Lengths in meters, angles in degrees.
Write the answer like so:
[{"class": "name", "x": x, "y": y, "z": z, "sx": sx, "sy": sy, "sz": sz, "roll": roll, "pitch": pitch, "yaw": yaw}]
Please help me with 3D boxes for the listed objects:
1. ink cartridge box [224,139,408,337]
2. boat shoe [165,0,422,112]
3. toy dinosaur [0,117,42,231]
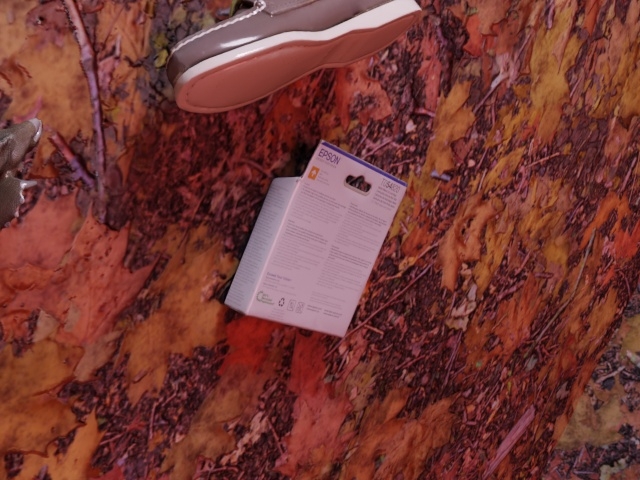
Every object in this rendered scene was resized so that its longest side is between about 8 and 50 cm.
[{"class": "ink cartridge box", "x": 0.000, "y": 0.000, "z": 1.302, "sx": 0.223, "sy": 0.045, "sz": 0.224, "roll": 22, "pitch": 93, "yaw": -55}, {"class": "boat shoe", "x": -0.034, "y": -0.220, "z": 1.080, "sx": 0.324, "sy": 0.097, "sz": 0.116, "roll": -27, "pitch": 171, "yaw": -36}, {"class": "toy dinosaur", "x": -0.333, "y": -0.054, "z": 0.779, "sx": 0.313, "sy": 0.121, "sz": 0.160, "roll": -8, "pitch": 148, "yaw": -36}]
